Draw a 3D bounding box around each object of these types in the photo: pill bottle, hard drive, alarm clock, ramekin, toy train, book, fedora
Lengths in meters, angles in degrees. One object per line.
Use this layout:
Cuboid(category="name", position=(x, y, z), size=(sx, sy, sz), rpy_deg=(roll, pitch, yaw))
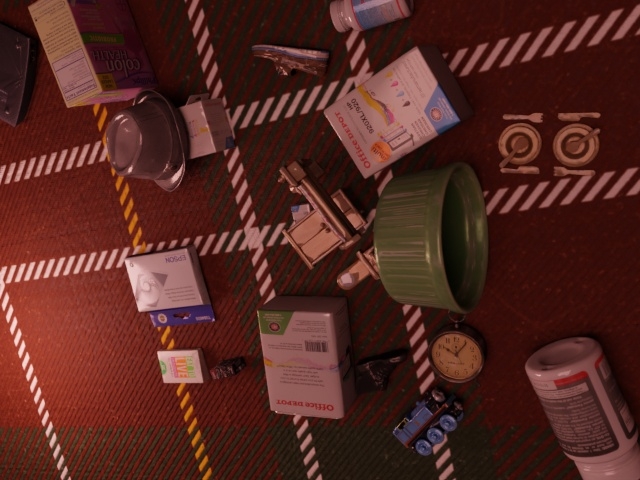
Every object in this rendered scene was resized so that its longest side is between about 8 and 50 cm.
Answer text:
Cuboid(category="pill bottle", position=(0.561, 0.361, 1.346), size=(0.161, 0.161, 0.283), rpy_deg=(-23, 96, 27))
Cuboid(category="hard drive", position=(-0.864, -0.462, 1.763), size=(0.172, 0.054, 0.254), rpy_deg=(28, 114, 13))
Cuboid(category="pill bottle", position=(0.105, -0.486, 1.324), size=(0.160, 0.087, 0.087), rpy_deg=(-10, 102, 25))
Cuboid(category="alarm clock", position=(0.315, 0.239, 1.468), size=(0.129, 0.064, 0.192), rpy_deg=(3, 109, 22))
Cuboid(category="ramekin", position=(0.228, -0.004, 1.307), size=(0.148, 0.303, 0.303), rpy_deg=(-2, 105, 31))
Cuboid(category="toy train", position=(0.262, 0.436, 1.544), size=(0.105, 0.080, 0.184), rpy_deg=(42, 117, 13))
Cuboid(category="book", position=(-0.392, 0.356, 1.826), size=(0.144, 0.035, 0.096), rpy_deg=(-7, 99, 26))
Cuboid(category="fedora", position=(-0.437, -0.231, 1.554), size=(0.275, 0.124, 0.243), rpy_deg=(-38, 78, 50))

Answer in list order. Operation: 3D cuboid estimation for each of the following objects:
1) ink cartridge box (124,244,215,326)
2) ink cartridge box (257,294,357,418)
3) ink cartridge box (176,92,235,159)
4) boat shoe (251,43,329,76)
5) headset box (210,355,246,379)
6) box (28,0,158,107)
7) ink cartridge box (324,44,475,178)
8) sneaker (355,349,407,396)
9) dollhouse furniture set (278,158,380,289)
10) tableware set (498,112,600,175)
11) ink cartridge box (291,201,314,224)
Cuboid(category="ink cartridge box", position=(-0.415, 0.135, 1.757), size=(0.223, 0.045, 0.224), rpy_deg=(-10, 102, 25))
Cuboid(category="ink cartridge box", position=(-0.030, 0.286, 1.599), size=(0.201, 0.117, 0.278), rpy_deg=(-1, 105, 23))
Cuboid(category="ink cartridge box", position=(-0.284, -0.280, 1.550), size=(0.090, 0.092, 0.143), rpy_deg=(-11, 100, 26))
Cuboid(category="boat shoe", position=(-0.072, -0.403, 1.437), size=(0.183, 0.066, 0.066), rpy_deg=(13, 112, 19))
Cuboid(category="headset box", position=(-0.255, 0.349, 1.745), size=(0.083, 0.062, 0.032), rpy_deg=(-16, 98, 27))
Cuboid(category="box", position=(-0.536, -0.460, 1.533), size=(0.117, 0.213, 0.243), rpy_deg=(-14, 99, 26))
Cuboid(category="ink cartridge box", position=(0.164, -0.265, 1.320), size=(0.233, 0.168, 0.171), rpy_deg=(-30, 93, 28))
Cuboid(category="sneaker", position=(0.151, 0.329, 1.575), size=(0.170, 0.051, 0.089), rpy_deg=(-21, 97, 32))
Cuboid(category="dollhouse furniture set", position=(0.000, 0.000, 1.347), size=(0.174, 0.355, 0.303), rpy_deg=(-38, 90, 11))
Cuboid(category="tableware set", position=(0.457, -0.191, 1.290), size=(0.194, 0.039, 0.128), rpy_deg=(4, 107, 22))
Cuboid(category="ink cartridge box", position=(-0.036, -0.048, 1.550), size=(0.048, 0.028, 0.083), rpy_deg=(-6, 103, 25))
